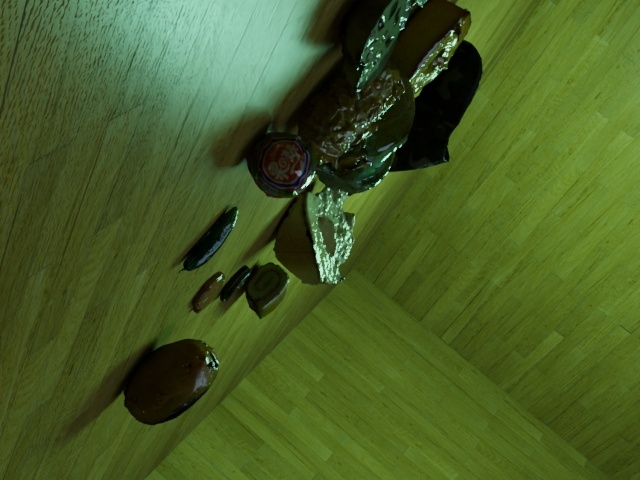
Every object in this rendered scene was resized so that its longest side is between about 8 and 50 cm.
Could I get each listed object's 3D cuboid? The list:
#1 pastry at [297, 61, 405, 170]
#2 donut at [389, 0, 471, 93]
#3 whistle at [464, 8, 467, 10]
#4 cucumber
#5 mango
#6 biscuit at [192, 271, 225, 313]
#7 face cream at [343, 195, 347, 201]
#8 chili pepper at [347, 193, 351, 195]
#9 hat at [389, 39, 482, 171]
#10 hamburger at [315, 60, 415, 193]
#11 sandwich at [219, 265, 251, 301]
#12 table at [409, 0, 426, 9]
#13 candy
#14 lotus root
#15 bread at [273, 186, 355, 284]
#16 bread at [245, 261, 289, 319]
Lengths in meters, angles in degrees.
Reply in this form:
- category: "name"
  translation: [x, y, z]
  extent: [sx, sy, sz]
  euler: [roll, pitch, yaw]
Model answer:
- category: "pastry"
  translation: [0.054, -0.235, 1.738]
  extent: [0.250, 0.102, 0.154]
  euler: [-54, 132, -5]
- category: "donut"
  translation: [0.228, -0.411, 2.013]
  extent: [0.253, 0.118, 0.253]
  euler: [-52, 173, -9]
- category: "whistle"
  translation: [0.277, -0.461, 2.249]
  extent: [0.258, 0.067, 0.126]
  euler: [-48, 175, 2]
- category: "cucumber"
  translation: [-0.209, 0.005, 1.761]
  extent: [0.168, 0.039, 0.039]
  euler: [-51, 173, -9]
- category: "mango"
  translation: [-0.339, 0.312, 2.065]
  extent: [0.249, 0.151, 0.156]
  euler: [-39, -163, 19]
- category: "biscuit"
  translation: [-0.254, 0.119, 2.108]
  extent: [0.102, 0.019, 0.130]
  euler: [-48, 171, -26]
- category: "face cream"
  translation: [0.019, -0.088, 2.553]
  extent: [0.084, 0.057, 0.198]
  euler: [-42, 168, -53]
- category: "chili pepper"
  translation: [0.109, -0.188, 2.491]
  extent: [0.192, 0.084, 0.086]
  euler: [-35, 158, -51]
- category: "hat"
  translation: [0.227, -0.337, 2.323]
  extent: [0.366, 0.258, 0.381]
  euler: [-175, -87, -69]
- category: "hamburger"
  translation: [0.091, -0.224, 1.902]
  extent: [0.288, 0.192, 0.167]
  euler: [-46, -179, -30]
- category: "sandwich"
  translation: [-0.207, 0.106, 2.286]
  extent: [0.101, 0.026, 0.069]
  euler: [-47, 171, -30]
- category: "table"
  translation: [0.172, -0.462, 1.641]
  extent: [0.083, 0.062, 0.079]
  euler: [-54, 171, 27]
- category: "candy"
  translation: [-0.078, -0.124, 1.742]
  extent: [0.124, 0.124, 0.365]
  euler: [-50, -179, -6]
- category: "lotus root"
  translation: [0.080, -0.357, 1.576]
  extent: [0.203, 0.078, 0.183]
  euler: [-46, 161, -56]
- category: "bread"
  translation: [0.009, -0.002, 2.331]
  extent: [0.184, 0.211, 0.224]
  euler: [-32, 166, -47]
- category: "bread"
  translation: [-0.145, 0.131, 2.476]
  extent: [0.132, 0.103, 0.172]
  euler: [-49, 173, -11]
